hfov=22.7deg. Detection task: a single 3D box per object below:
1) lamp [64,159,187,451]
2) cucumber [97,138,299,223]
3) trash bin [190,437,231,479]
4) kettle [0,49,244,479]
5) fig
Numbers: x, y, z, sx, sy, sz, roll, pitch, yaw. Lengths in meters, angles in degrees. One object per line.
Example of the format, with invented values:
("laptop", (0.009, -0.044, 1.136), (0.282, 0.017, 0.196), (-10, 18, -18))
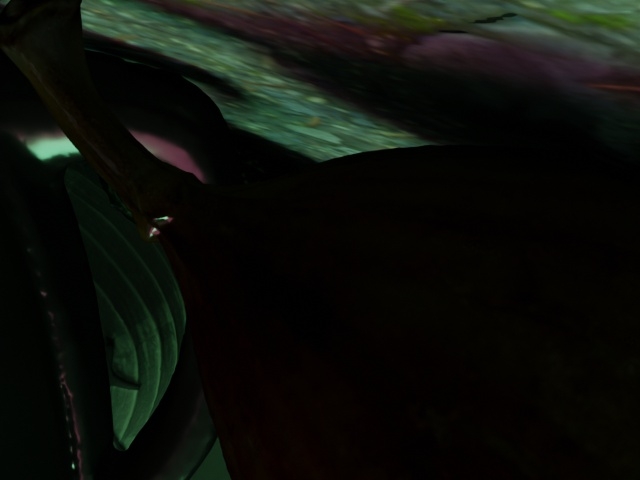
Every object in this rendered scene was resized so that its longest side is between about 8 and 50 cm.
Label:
("lamp", (-0.195, 0.034, 0.922), (0.265, 0.233, 0.233), (-1, 171, 10))
("cucumber", (-0.001, 0.000, 0.805), (0.300, 0.072, 0.072), (23, 172, -37))
("trash bin", (-0.048, 0.139, 1.268), (0.277, 0.263, 0.217), (15, 174, 21))
("kettle", (-0.182, 0.028, 0.662), (0.250, 0.271, 0.207), (19, -149, 30))
("fig", (0.014, 0.024, 0.564), (0.321, 0.217, 0.217), (37, 173, -3))
